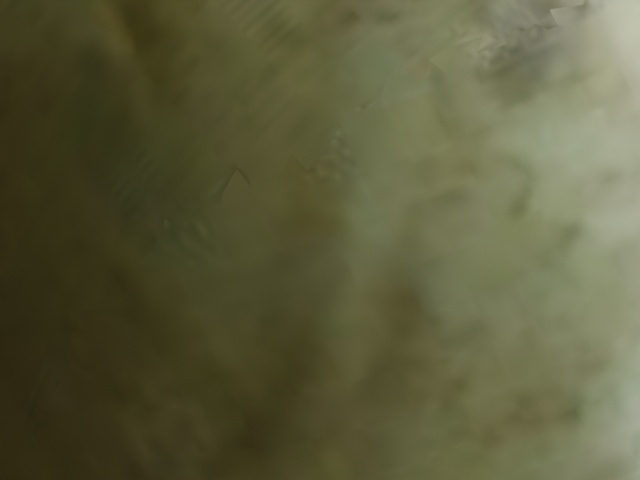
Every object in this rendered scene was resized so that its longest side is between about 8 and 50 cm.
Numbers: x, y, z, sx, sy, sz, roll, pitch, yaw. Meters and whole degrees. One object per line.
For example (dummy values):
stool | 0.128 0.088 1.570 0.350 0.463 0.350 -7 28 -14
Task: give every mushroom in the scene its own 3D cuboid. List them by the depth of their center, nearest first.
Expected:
mushroom | 0.000 0.000 0.533 0.352 0.260 0.352 36 -40 38
